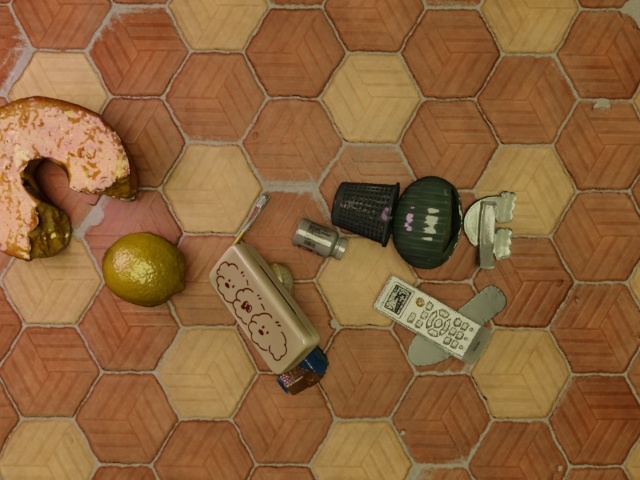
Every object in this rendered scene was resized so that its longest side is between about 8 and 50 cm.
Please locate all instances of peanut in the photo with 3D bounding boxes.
[{"bbox_3d":[-0.105,0.163,1.447,0.087,0.087,0.207,-10,89,-1],"label":"peanut"}]

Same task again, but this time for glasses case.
[{"bbox_3d":[-0.149,0.169,1.380,0.336,0.076,0.144,50,116,21],"label":"glasses case"}]

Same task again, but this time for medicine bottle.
[{"bbox_3d":[0.000,0.000,1.453,0.140,0.079,0.079,22,89,-1],"label":"medicine bottle"}]

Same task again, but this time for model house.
[{"bbox_3d":[-0.050,0.340,1.415,0.148,0.148,0.119,-32,89,-3],"label":"model house"}]

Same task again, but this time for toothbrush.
[{"bbox_3d":[-0.227,-0.007,1.481,0.024,0.021,0.288,33,89,11],"label":"toothbrush"}]

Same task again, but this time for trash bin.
[{"bbox_3d":[0.116,-0.085,1.421,0.161,0.175,0.175,14,89,10],"label":"trash bin"}]

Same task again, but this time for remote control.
[{"bbox_3d":[0.305,0.215,1.465,0.313,0.055,0.109,30,96,7],"label":"remote control"}]

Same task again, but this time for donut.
[{"bbox_3d":[-0.706,-0.181,1.413,0.435,0.163,0.378,-33,88,1],"label":"donut"}]

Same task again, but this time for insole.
[{"bbox_3d":[0.378,0.240,1.489,0.322,0.007,0.109,-38,88,-1],"label":"insole"}]

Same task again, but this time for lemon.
[{"bbox_3d":[-0.456,0.073,1.393,0.231,0.192,0.192,24,89,0],"label":"lemon"}]

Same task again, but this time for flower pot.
[{"bbox_3d":[0.278,-0.047,1.401,0.157,0.189,0.243,12,89,34],"label":"flower pot"}]

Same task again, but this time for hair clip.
[{"bbox_3d":[0.462,-0.031,1.473,0.140,0.054,0.220,5,87,4],"label":"hair clip"}]
